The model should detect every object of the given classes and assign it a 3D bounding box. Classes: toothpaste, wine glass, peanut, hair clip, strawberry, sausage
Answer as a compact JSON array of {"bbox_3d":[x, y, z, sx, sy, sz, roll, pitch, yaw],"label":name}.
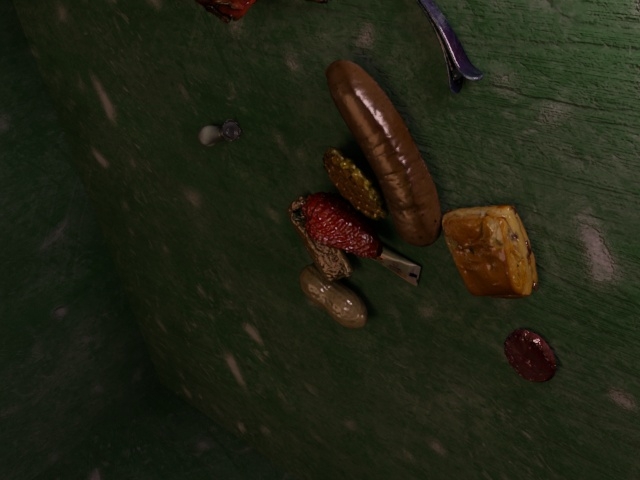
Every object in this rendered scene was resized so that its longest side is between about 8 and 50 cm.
[{"bbox_3d":[0.144,0.025,2.274,0.314,0.056,0.058,31,-175,24],"label":"toothpaste"},{"bbox_3d":[-0.314,-0.331,2.523,0.155,0.072,0.072,-1,119,52],"label":"wine glass"},{"bbox_3d":[0.042,0.173,2.490,0.256,0.123,0.123,43,147,11],"label":"peanut"},{"bbox_3d":[0.248,-0.445,1.711,0.275,0.048,0.083,62,149,-3],"label":"hair clip"},{"bbox_3d":[0.053,-0.058,2.215,0.286,0.188,0.106,27,124,20],"label":"strawberry"},{"bbox_3d":[0.166,-0.211,1.950,0.136,0.123,0.501,-17,108,39],"label":"sausage"}]

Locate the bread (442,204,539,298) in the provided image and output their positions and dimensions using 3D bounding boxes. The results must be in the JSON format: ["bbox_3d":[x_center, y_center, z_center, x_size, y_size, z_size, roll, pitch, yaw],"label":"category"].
[{"bbox_3d":[0.393,0.032,1.905,0.210,0.099,0.235,-2,118,53],"label":"bread"}]

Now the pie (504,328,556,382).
[{"bbox_3d":[0.525,0.290,2.034,0.154,0.036,0.154,33,142,30],"label":"pie"}]

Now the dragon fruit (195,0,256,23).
[{"bbox_3d":[-0.241,-0.693,1.947,0.250,0.250,0.315,1,135,52],"label":"dragon fruit"}]

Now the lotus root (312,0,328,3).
[{"bbox_3d":[-0.052,-0.622,1.884,0.191,0.094,0.108,55,141,-8],"label":"lotus root"}]

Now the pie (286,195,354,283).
[{"bbox_3d":[0.000,0.000,2.413,0.128,0.068,0.282,-33,85,40],"label":"pie"}]

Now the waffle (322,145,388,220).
[{"bbox_3d":[0.092,-0.147,2.108,0.243,0.058,0.238,48,171,10],"label":"waffle"}]
